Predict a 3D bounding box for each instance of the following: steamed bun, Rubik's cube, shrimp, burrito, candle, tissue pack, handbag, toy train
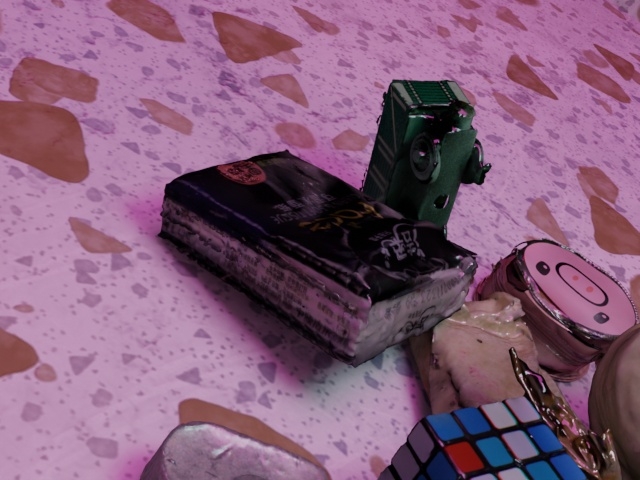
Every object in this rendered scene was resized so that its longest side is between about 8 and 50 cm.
[{"bbox_3d":[0.428,0.237,1.127,0.275,0.206,0.320,-17,90,-49],"label":"steamed bun"},{"bbox_3d":[0.159,0.267,0.960,0.155,0.154,0.151,-1,45,-37],"label":"Rubik's cube"},{"bbox_3d":[0.277,0.217,0.981,0.066,0.117,0.262,-19,80,-28],"label":"shrimp"},{"bbox_3d":[0.202,0.179,1.144,0.175,0.107,0.348,-8,42,-12],"label":"burrito"},{"bbox_3d":[-0.068,0.254,0.894,0.168,0.068,0.192,-9,54,-43],"label":"candle"},{"bbox_3d":[0.000,0.000,1.154,0.332,0.123,0.245,31,33,30],"label":"tissue pack"},{"bbox_3d":[0.320,0.091,1.323,0.205,0.116,0.179,45,39,18],"label":"handbag"},{"bbox_3d":[0.129,-0.083,1.279,0.115,0.269,0.154,-7,42,-23],"label":"toy train"}]
